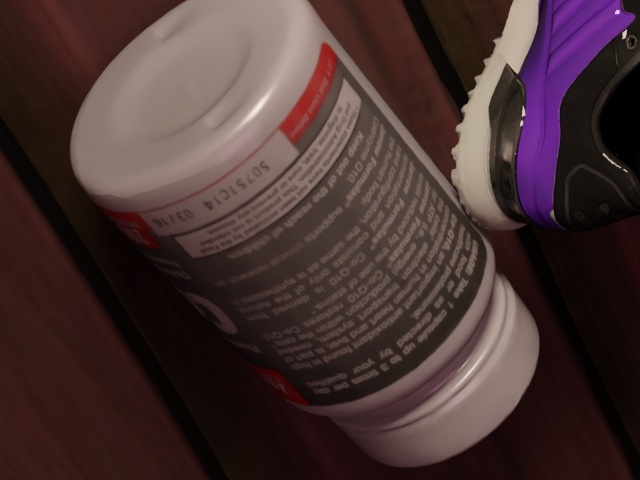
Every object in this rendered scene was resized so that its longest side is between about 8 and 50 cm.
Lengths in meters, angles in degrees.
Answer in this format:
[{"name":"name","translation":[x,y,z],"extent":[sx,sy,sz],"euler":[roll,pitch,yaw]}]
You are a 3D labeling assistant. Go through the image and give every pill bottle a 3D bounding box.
[{"name":"pill bottle","translation":[0.000,0.000,1.157],"extent":[0.161,0.161,0.283],"euler":[-42,124,-1]}]

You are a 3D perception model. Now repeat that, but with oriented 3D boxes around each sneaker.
[{"name":"sneaker","translation":[0.183,-0.140,1.136],"extent":[0.102,0.146,0.293],"euler":[22,78,-44]}]
